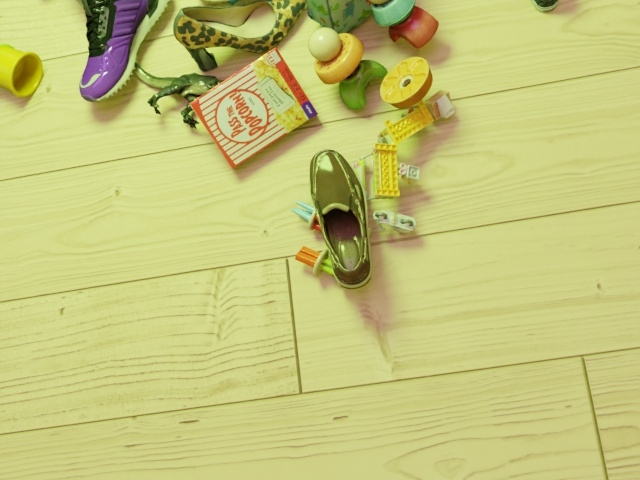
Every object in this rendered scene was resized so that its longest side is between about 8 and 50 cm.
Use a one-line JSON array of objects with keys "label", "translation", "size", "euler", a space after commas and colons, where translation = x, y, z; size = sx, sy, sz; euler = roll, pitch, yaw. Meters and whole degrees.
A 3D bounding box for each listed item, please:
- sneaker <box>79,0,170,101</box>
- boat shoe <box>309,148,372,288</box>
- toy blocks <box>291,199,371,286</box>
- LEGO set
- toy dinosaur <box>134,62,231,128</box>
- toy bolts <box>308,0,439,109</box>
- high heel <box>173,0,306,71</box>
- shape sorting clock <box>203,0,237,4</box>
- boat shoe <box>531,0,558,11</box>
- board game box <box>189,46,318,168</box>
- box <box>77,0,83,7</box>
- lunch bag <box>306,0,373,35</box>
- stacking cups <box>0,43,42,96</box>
[{"label": "sneaker", "translation": [-0.419, -0.418, 1.665], "size": [0.102, 0.146, 0.293], "euler": [11, 71, 40]}, {"label": "boat shoe", "translation": [0.037, -0.050, 1.462], "size": [0.095, 0.095, 0.257], "euler": [-18, 71, 4]}, {"label": "toy blocks", "translation": [0.000, 0.000, 1.534], "size": [0.148, 0.054, 0.123], "euler": [26, 80, 16]}, {"label": "LEGO set", "translation": [0.135, -0.156, 1.550], "size": [0.132, 0.107, 0.287], "euler": [25, 73, -19]}, {"label": "toy dinosaur", "translation": [-0.269, -0.287, 1.660], "size": [0.268, 0.064, 0.118], "euler": [11, 59, 14]}, {"label": "toy bolts", "translation": [0.107, -0.364, 1.523], "size": [0.218, 0.158, 0.228], "euler": [24, 78, 50]}, {"label": "high heel", "translation": [-0.147, -0.426, 1.609], "size": [0.261, 0.186, 0.093], "euler": [-31, 72, 1]}, {"label": "shape sorting clock", "translation": [-0.162, -0.540, 1.686], "size": [0.206, 0.040, 0.206], "euler": [-11, 50, 13]}, {"label": "boat shoe", "translation": [0.397, -0.522, 1.592], "size": [0.065, 0.083, 0.183], "euler": [-24, 72, 3]}, {"label": "board game box", "translation": [-0.125, -0.246, 1.599], "size": [0.193, 0.045, 0.147], "euler": [-34, 99, 0]}, {"label": "box", "translation": [-0.459, -0.530, 1.739], "size": [0.102, 0.101, 0.087], "euler": [-33, 72, 2]}, {"label": "lunch bag", "translation": [0.055, -0.487, 1.573], "size": [0.176, 0.219, 0.090], "euler": [-41, 73, -6]}, {"label": "stacking cups", "translation": [-0.725, -0.393, 1.753], "size": [0.316, 0.096, 0.096], "euler": [24, 80, 16]}]
